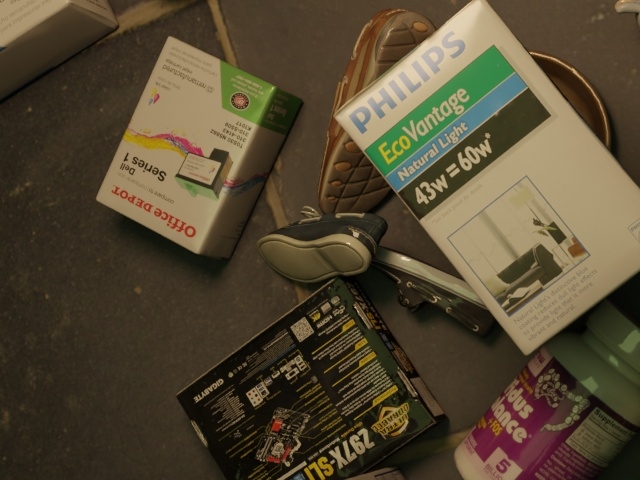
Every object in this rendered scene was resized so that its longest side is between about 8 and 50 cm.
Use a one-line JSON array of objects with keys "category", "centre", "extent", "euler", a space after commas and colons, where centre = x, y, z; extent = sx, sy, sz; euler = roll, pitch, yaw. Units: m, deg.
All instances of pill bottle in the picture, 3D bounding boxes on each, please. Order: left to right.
[{"category": "pill bottle", "centre": [0.330, 0.229, 1.673], "extent": [0.169, 0.169, 0.301], "euler": [41, 99, 17]}]

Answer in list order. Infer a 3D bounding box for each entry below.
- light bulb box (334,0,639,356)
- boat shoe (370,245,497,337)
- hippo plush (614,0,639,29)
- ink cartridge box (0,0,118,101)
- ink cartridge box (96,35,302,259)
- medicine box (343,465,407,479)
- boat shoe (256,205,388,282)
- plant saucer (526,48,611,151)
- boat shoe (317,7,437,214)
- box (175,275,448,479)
[{"category": "light bulb box", "centre": [0.237, -0.078, 1.575], "extent": [0.225, 0.358, 0.361], "euler": [-39, 85, 10]}, {"category": "boat shoe", "centre": [0.150, 0.073, 1.801], "extent": [0.228, 0.080, 0.076], "euler": [24, 93, 12]}, {"category": "hippo plush", "centre": [0.535, -0.267, 1.649], "extent": [0.236, 0.234, 0.294], "euler": [67, 150, 29]}, {"category": "ink cartridge box", "centre": [-0.549, -0.457, 2.031], "extent": [0.285, 0.166, 0.395], "euler": [-29, 77, 15]}, {"category": "ink cartridge box", "centre": [-0.185, -0.137, 1.906], "extent": [0.201, 0.117, 0.278], "euler": [27, 96, 19]}, {"category": "medicine box", "centre": [0.006, 0.450, 1.707], "extent": [0.263, 0.289, 0.149], "euler": [-40, 73, 13]}, {"category": "boat shoe", "centre": [0.000, 0.000, 1.816], "extent": [0.095, 0.254, 0.079], "euler": [48, 62, -18]}, {"category": "plant saucer", "centre": [0.274, -0.133, 1.786], "extent": [0.278, 0.041, 0.278], "euler": [-2, 85, 19]}, {"category": "boat shoe", "centre": [0.074, -0.185, 1.831], "extent": [0.324, 0.123, 0.116], "euler": [-66, 31, 16]}, {"category": "box", "centre": [-0.018, 0.244, 1.844], "extent": [0.322, 0.079, 0.257], "euler": [-37, 77, 13]}]
